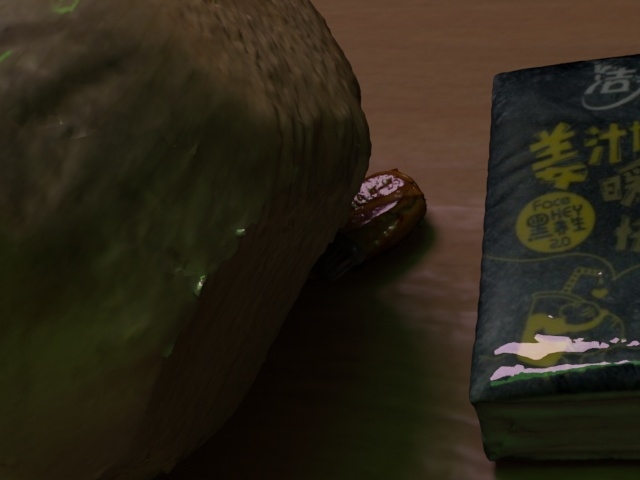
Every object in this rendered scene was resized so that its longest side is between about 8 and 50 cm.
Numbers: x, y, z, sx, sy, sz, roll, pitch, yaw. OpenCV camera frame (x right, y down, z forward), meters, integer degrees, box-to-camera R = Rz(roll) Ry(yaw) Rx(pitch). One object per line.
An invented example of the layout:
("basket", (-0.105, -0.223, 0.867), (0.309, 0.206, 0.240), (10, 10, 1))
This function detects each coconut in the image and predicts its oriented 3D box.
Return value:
("coconut", (-0.186, -0.010, 0.753), (0.415, 0.415, 0.344), (-29, 75, -9))

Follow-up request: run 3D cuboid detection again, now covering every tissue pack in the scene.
("tissue pack", (0.186, -0.001, 0.799), (0.185, 0.081, 0.257), (-3, 47, 15))

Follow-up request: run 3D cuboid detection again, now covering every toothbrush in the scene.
("toothbrush", (-0.076, -0.035, 0.931), (0.031, 0.023, 0.321), (-36, 36, -21))

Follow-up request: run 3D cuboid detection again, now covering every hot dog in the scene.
("hot dog", (0.000, 0.001, 0.892), (0.144, 0.038, 0.062), (-26, 35, -2))
